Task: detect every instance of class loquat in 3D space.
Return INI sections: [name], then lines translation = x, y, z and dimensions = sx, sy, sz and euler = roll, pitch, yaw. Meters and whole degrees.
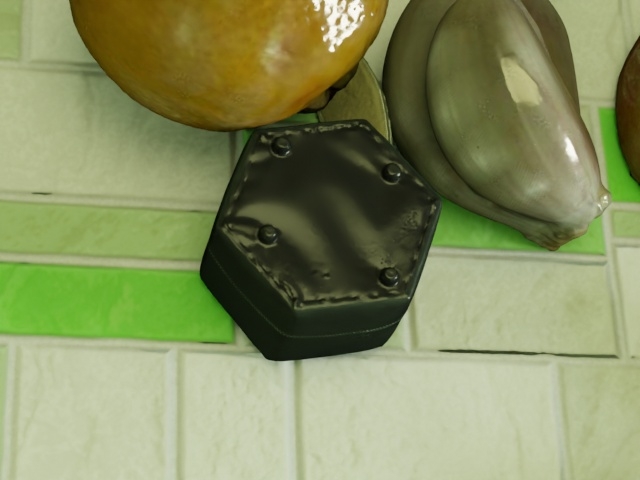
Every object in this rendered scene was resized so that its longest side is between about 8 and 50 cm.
[loquat]
translation = -0.090, -0.265, 1.570
dimensions = 0.328, 0.328, 0.328
euler = 5, 64, -10

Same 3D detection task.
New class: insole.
[insole]
translation = 0.015, -0.181, 1.691
dimensions = 0.011, 0.081, 0.248
euler = 9, 51, -53

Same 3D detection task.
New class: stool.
[stool]
translation = 0.000, 0.000, 1.559
dimensions = 0.232, 0.141, 0.232
euler = 4, 65, -10

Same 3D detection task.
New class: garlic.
[garlic]
translation = 0.195, -0.183, 1.640
dimensions = 0.246, 0.231, 0.340
euler = 6, 70, -6

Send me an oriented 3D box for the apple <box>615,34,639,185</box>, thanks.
[apple]
translation = 0.458, -0.193, 1.740
dimensions = 0.254, 0.179, 0.346
euler = 3, 55, 35
